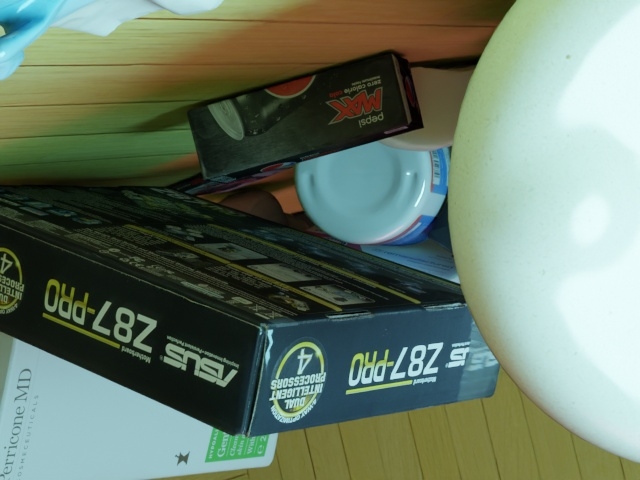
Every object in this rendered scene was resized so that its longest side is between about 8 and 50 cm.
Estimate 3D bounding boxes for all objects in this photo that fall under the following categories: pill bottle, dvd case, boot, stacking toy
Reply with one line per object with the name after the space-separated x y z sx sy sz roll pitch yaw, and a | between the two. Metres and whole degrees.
0.063 -0.056 1.735 0.124 0.124 0.221 -14 175 15 | pill bottle
-0.095 -0.062 1.934 0.087 0.013 0.119 -9 174 -40 | dvd case
0.095 -0.104 1.554 0.190 0.069 0.086 -12 175 -34 | boot
0.207 -0.065 1.314 0.350 0.351 0.480 -12 -168 -9 | stacking toy

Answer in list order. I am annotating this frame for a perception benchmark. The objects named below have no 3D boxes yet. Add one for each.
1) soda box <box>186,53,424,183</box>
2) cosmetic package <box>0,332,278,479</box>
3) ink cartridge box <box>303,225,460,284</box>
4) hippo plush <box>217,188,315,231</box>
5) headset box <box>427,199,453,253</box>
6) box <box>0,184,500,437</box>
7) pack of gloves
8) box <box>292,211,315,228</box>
-0.011 -0.092 1.457 0.168 0.060 0.053 -15 177 15 | soda box
-0.202 0.114 1.807 0.155 0.197 0.365 22 -165 39 | cosmetic package
0.079 0.038 1.852 0.172 0.100 0.237 13 -163 21 | ink cartridge box
0.000 0.000 2.150 0.236 0.234 0.294 19 176 29 | hippo plush
0.252 0.025 1.710 0.218 0.110 0.293 33 -174 36 | headset box
-0.096 0.040 1.537 0.395 0.097 0.318 18 -166 36 | box
-0.179 -0.096 0.996 0.195 0.046 0.232 -15 175 21 | pack of gloves
0.043 0.047 2.700 0.343 0.179 0.312 -14 175 6 | box
